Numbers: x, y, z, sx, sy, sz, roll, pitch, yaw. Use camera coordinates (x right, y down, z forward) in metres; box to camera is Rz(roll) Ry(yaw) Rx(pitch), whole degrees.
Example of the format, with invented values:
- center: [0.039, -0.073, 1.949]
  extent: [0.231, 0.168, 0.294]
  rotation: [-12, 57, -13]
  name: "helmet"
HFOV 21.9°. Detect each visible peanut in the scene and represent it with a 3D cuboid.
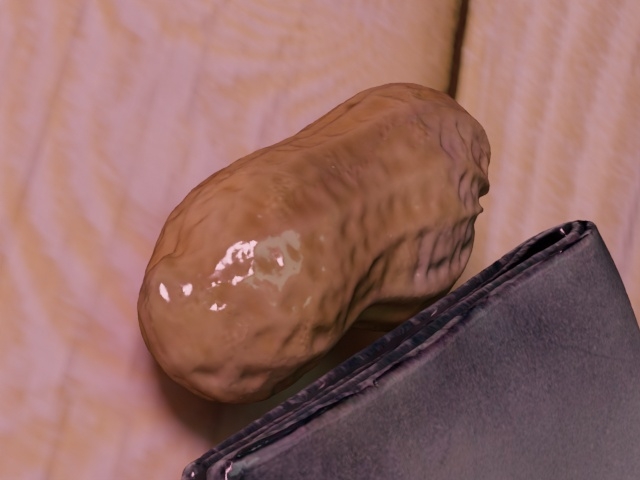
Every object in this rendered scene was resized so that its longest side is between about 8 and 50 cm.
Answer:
- center: [0.000, 0.000, 0.696]
  extent: [0.214, 0.090, 0.099]
  rotation: [-30, 118, -46]
  name: "peanut"

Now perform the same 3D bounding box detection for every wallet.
- center: [0.078, 0.146, 0.673]
  extent: [0.290, 0.054, 0.251]
  rotation: [-30, 105, -49]
  name: "wallet"
